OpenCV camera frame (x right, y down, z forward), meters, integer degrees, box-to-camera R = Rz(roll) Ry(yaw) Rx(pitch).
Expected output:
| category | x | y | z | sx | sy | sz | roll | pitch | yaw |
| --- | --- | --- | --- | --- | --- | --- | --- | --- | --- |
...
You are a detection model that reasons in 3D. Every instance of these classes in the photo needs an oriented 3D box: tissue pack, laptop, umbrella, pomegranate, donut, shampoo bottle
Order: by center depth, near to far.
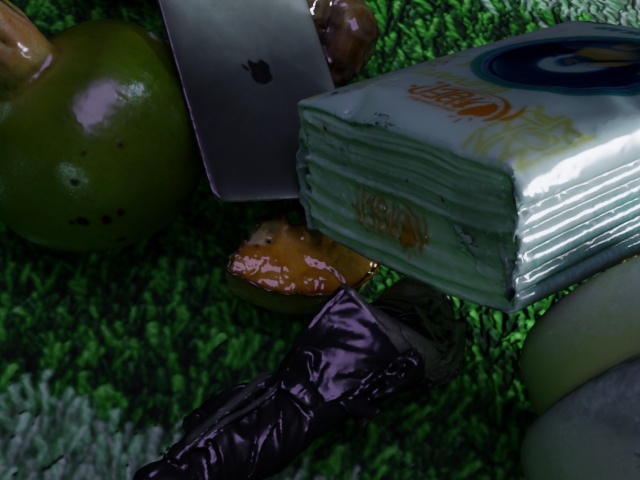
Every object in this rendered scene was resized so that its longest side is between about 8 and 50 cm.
| category | x | y | z | sx | sy | sz | roll | pitch | yaw |
| --- | --- | --- | --- | --- | --- | --- | --- | --- | --- |
| shampoo bottle | 0.335 | 0.176 | 1.010 | 0.322 | 0.322 | 0.317 | -13 | 69 | -18 |
| umbrella | -0.012 | 0.139 | 1.080 | 0.357 | 0.106 | 0.113 | -28 | 56 | -32 |
| tissue pack | 0.213 | -0.089 | 1.126 | 0.388 | 0.162 | 0.287 | -21 | 28 | -33 |
| pomegranate | -0.242 | -0.129 | 1.145 | 0.236 | 0.302 | 0.236 | -25 | 35 | 19 |
| laptop | -0.062 | -0.161 | 1.174 | 0.187 | 0.015 | 0.269 | -4 | 71 | -40 |
| donut | -0.001 | 0.001 | 1.214 | 0.141 | 0.085 | 0.217 | 33 | 56 | 11 |

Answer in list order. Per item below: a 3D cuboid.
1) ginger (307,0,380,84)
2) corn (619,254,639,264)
| category | x | y | z | sx | sy | sz | roll | pitch | yaw |
| --- | --- | --- | --- | --- | --- | --- | --- | --- | --- |
| ginger | -0.096 | -0.297 | 1.361 | 0.375 | 0.176 | 0.256 | 42 | 76 | 16 |
| corn | 0.322 | -0.021 | 1.260 | 0.291 | 0.101 | 0.101 | -3 | 55 | 5 |
